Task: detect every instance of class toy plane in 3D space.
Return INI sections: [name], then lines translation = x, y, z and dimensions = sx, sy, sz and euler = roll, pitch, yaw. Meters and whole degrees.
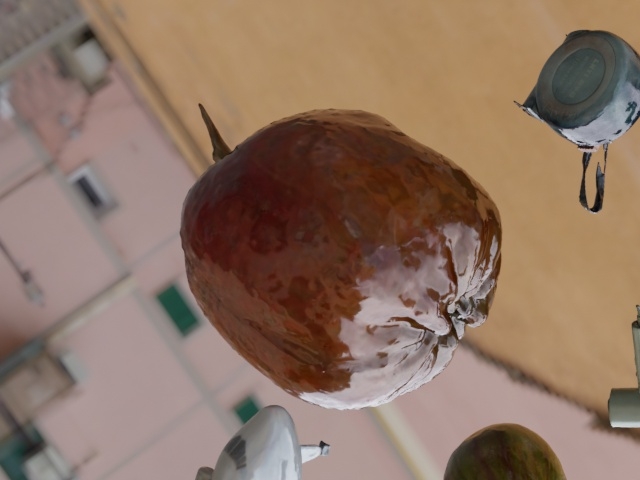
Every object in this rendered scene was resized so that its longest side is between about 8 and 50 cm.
[toy plane]
translation = -0.055, 0.238, 1.468
dimensions = 0.101, 0.255, 0.251
euler = 4, -155, -33

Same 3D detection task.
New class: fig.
[fig]
translation = 0.213, 0.292, 2.152
dimensions = 0.148, 0.142, 0.186
euler = -27, -163, -2

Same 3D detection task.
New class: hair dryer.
[hair dryer]
translation = 0.298, 0.118, 1.776
dimensions = 0.063, 0.124, 0.038
euler = -2, -158, 18

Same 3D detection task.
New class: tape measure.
[tape measure]
translation = 0.255, -0.098, 1.645
dimensions = 0.104, 0.180, 0.107
euler = -44, -139, -8

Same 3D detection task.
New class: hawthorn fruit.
[hawthorn fruit]
translation = 0.017, 0.014, 1.568
dimensions = 0.262, 0.258, 0.258
euler = 4, -156, 24
